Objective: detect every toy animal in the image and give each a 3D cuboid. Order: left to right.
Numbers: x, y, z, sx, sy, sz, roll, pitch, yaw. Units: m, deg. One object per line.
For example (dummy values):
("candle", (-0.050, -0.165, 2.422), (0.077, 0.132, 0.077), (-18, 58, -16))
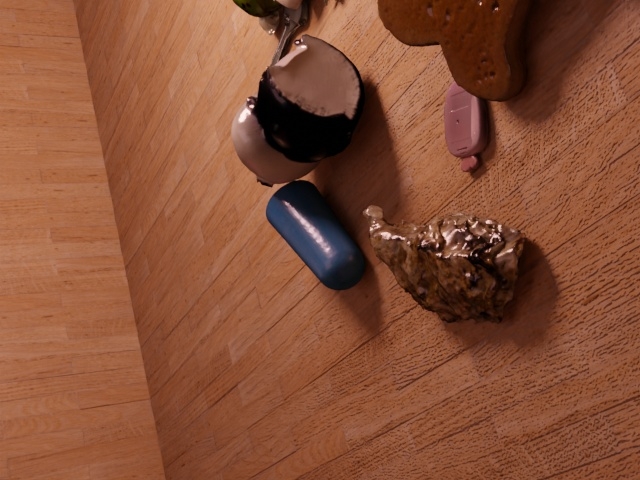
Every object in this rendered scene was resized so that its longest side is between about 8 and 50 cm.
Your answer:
("toy animal", (-0.056, -0.247, 1.842), (0.310, 0.251, 0.250), (126, 133, -58))

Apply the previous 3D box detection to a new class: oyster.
("oyster", (0.206, 0.054, 1.543), (0.396, 0.111, 0.204), (13, 107, 55))

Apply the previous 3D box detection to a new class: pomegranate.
("pomegranate", (-0.160, -0.591, 2.049), (0.122, 0.169, 0.143), (-11, 94, 56))

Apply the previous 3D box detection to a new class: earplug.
("earplug", (0.000, 0.000, 1.877), (0.273, 0.132, 0.132), (52, 136, 40))

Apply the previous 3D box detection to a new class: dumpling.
("dumpling", (-0.120, -0.534, 2.113), (0.059, 0.043, 0.077), (-46, 36, 32))

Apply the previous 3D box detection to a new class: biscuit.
("biscuit", (0.257, -0.429, 1.355), (0.368, 0.076, 0.394), (44, 141, 29))

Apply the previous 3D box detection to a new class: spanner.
("spanner", (-0.093, -0.452, 2.091), (0.093, 0.026, 0.325), (64, 145, 33))

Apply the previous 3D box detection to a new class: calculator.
("calculator", (0.250, -0.201, 1.515), (0.103, 0.024, 0.165), (-12, 82, 60))

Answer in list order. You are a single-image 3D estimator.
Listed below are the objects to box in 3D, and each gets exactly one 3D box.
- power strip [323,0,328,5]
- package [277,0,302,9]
("power strip", (0.043, -0.573, 1.832), (0.047, 0.030, 0.191), (62, 142, 34))
("package", (-0.047, -0.698, 1.892), (0.221, 0.165, 0.311), (35, 131, 2))
